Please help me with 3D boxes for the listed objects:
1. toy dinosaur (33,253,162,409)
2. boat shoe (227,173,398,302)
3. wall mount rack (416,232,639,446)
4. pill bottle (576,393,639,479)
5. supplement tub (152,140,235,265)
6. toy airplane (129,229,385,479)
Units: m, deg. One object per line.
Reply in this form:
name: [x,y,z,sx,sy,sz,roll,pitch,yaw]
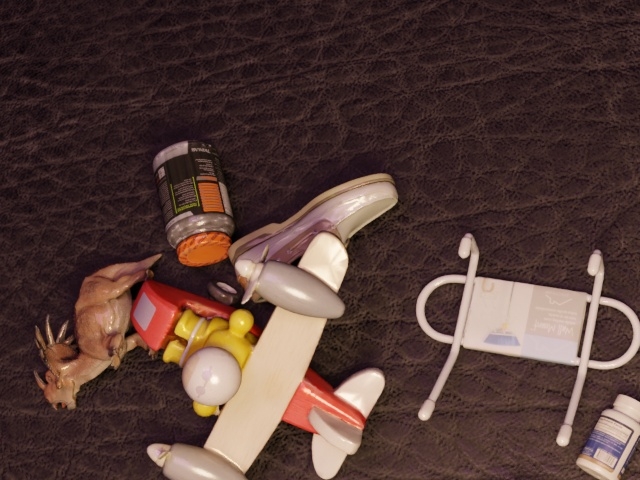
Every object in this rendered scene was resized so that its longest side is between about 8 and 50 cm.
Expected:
toy dinosaur: [-0.369,0.129,2.107,0.200,0.127,0.296,6,65,25]
boat shoe: [0.000,0.000,2.062,0.302,0.113,0.103,-29,65,15]
wall mount rack: [0.291,0.151,1.904,0.350,0.130,0.304,8,72,19]
pill bottle: [0.426,0.286,1.849,0.067,0.067,0.120,26,78,23]
supplement tub: [-0.209,-0.061,2.133,0.117,0.117,0.190,-17,66,9]
toy airplane: [-0.101,0.210,1.909,0.384,0.272,0.386,-15,85,22]
